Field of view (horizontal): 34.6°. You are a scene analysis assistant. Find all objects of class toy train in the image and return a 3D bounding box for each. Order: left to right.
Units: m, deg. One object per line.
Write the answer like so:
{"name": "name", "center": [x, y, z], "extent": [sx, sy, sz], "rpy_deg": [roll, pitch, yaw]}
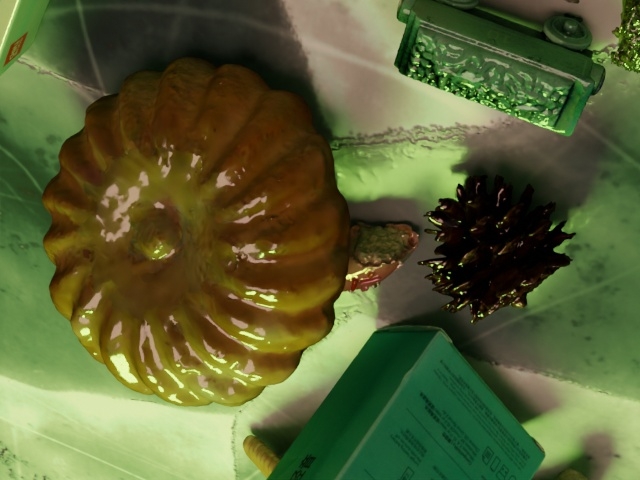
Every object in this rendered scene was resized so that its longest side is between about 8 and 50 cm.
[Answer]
{"name": "toy train", "center": [0.135, -0.144, 0.797], "extent": [0.172, 0.099, 0.070], "rpy_deg": [21, 133, 6]}

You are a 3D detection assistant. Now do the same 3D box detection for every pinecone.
{"name": "pinecone", "center": [0.150, 0.003, 0.902], "extent": [0.140, 0.140, 0.120], "rpy_deg": [-38, 86, 41]}

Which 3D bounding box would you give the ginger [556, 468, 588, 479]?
{"name": "ginger", "center": [0.191, 0.343, 1.212], "extent": [0.333, 0.080, 0.166], "rpy_deg": [-25, 131, 29]}

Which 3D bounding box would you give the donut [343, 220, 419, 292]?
{"name": "donut", "center": [0.000, 0.000, 1.002], "extent": [0.166, 0.065, 0.117], "rpy_deg": [31, 133, -2]}

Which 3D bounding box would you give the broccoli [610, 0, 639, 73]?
{"name": "broccoli", "center": [0.266, -0.175, 0.698], "extent": [0.138, 0.146, 0.162], "rpy_deg": [53, 126, 28]}

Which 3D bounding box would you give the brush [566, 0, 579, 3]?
{"name": "brush", "center": [0.054, -0.247, 0.765], "extent": [0.323, 0.070, 0.051], "rpy_deg": [24, 137, 1]}

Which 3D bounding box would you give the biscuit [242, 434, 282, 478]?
{"name": "biscuit", "center": [-0.003, 0.312, 1.195], "extent": [0.160, 0.030, 0.250], "rpy_deg": [45, 170, -21]}

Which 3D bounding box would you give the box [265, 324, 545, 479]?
{"name": "box", "center": [0.064, 0.263, 1.027], "extent": [0.205, 0.311, 0.118], "rpy_deg": [47, 153, -19]}

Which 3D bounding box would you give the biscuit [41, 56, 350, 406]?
{"name": "biscuit", "center": [-0.129, -0.004, 0.933], "extent": [0.326, 0.107, 0.325], "rpy_deg": [3, 97, 28]}

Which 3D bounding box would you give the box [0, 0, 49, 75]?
{"name": "box", "center": [-0.284, -0.270, 0.880], "extent": [0.135, 0.079, 0.269], "rpy_deg": [34, 133, -7]}
